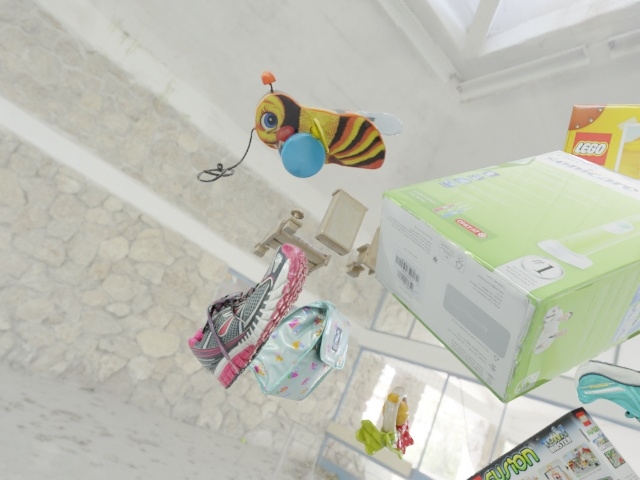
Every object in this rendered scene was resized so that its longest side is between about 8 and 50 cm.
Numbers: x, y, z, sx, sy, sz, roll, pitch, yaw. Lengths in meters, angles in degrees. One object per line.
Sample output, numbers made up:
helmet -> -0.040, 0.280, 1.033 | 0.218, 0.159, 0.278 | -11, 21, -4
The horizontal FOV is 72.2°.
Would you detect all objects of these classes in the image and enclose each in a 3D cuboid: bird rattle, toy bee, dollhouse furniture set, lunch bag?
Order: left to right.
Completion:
toy bee -> -0.040, -0.181, 0.691 | 0.195, 0.298, 0.162 | 35, -47, 51
lunch bag -> -0.037, 0.280, 1.148 | 0.160, 0.262, 0.223 | 46, -3, 31
dollhouse furniture set -> 0.000, 0.000, 1.409 | 0.303, 0.174, 0.355 | 34, -31, -16
bird rattle -> 0.227, 0.539, 1.296 | 0.143, 0.207, 0.253 | 10, -5, 35

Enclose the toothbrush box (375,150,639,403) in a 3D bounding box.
toothbrush box -> 0.233, 0.011, 0.469 | 0.206, 0.283, 0.122 | 45, -36, 49

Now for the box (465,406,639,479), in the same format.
box -> 0.283, 0.311, 0.546 | 0.036, 0.114, 0.207 | 0, -44, -33

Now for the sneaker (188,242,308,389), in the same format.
sneaker -> -0.124, 0.119, 0.710 | 0.112, 0.299, 0.121 | 39, 26, 5

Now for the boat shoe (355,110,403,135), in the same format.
boat shoe -> 0.139, -0.275, 1.032 | 0.142, 0.049, 0.040 | 28, 8, 37

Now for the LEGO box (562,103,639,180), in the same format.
LEGO box -> 0.744, -0.056, 0.853 | 0.500, 0.373, 0.193 | 15, 7, 40

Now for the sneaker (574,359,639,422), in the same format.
sneaker -> 0.701, 0.338, 0.946 | 0.275, 0.110, 0.107 | 10, -6, 21
